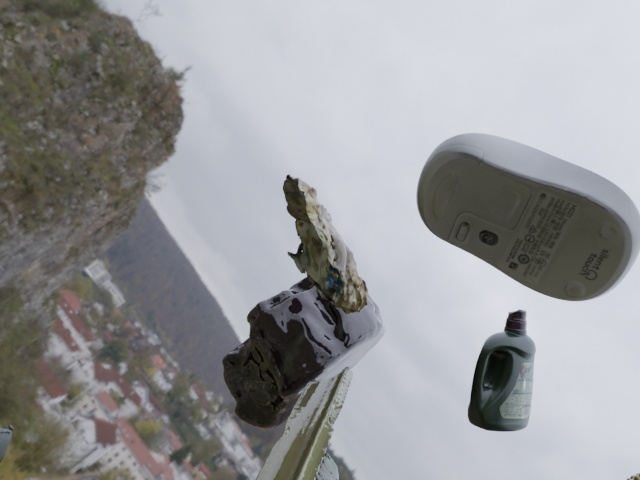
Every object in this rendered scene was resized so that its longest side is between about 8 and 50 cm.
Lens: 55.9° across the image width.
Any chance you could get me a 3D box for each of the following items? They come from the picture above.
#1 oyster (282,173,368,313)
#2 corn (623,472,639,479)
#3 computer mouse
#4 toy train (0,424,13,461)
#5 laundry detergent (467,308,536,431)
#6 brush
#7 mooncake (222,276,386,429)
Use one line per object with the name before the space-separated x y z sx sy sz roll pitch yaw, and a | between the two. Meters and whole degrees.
oyster | 0.000 0.000 1.045 0.214 0.083 0.222 51 -23 44
corn | 0.473 0.393 0.874 0.101 0.292 0.101 48 7 -8
computer mouse | 0.278 -0.039 0.830 0.297 0.121 0.184 22 -57 18
toy train | -0.695 0.327 1.029 0.178 0.138 0.330 24 -7 29
laundry detergent | 0.342 0.235 1.116 0.078 0.144 0.221 9 -89 59
brush | -0.006 0.170 0.495 0.048 0.054 0.282 64 11 -3
mooncake | -0.035 0.228 1.311 0.212 0.351 0.381 56 -47 20
